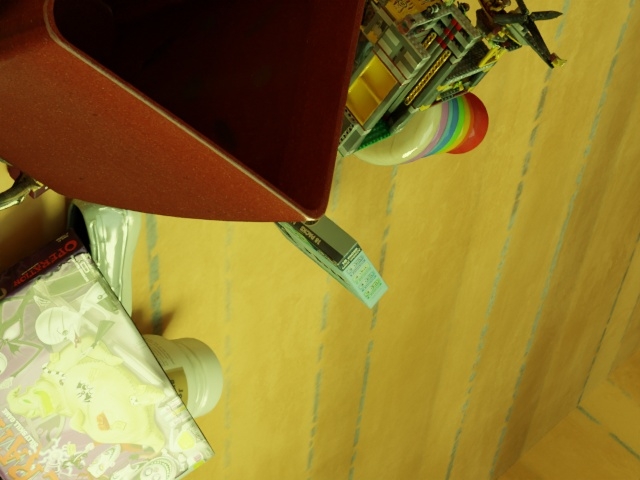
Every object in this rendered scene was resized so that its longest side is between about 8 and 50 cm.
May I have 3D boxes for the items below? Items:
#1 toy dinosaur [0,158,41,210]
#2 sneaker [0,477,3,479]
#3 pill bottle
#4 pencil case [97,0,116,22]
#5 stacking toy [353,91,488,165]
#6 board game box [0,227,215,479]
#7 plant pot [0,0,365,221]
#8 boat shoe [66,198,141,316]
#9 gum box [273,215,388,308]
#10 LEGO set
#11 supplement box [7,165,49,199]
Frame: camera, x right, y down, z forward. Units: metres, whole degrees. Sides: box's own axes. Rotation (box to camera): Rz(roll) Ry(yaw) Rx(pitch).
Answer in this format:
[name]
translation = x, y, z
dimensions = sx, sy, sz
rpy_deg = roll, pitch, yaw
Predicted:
[toy dinosaur]
translation = -0.323, -0.052, 1.221
dimensions = 0.295, 0.200, 0.127
rpy_deg = -41, 155, -18
[sneaker]
translation = -0.374, 0.336, 1.805
dimensions = 0.267, 0.101, 0.106
rpy_deg = -41, 133, -18
[pill bottle]
translation = -0.223, 0.181, 1.829
dimensions = 0.229, 0.131, 0.131
rpy_deg = -7, 133, -57
[pencil case]
translation = -0.164, -0.258, 1.296
dimensions = 0.284, 0.124, 0.124
rpy_deg = -52, 156, 3
[stacking toy]
translation = 0.136, -0.157, 1.973
dimensions = 0.141, 0.141, 0.330
rpy_deg = -55, 161, 13
[board game box]
translation = -0.269, 0.170, 1.630
dimensions = 0.208, 0.056, 0.347
rpy_deg = -31, 130, -5
[plant pot]
translation = -0.147, -0.167, 1.096
dimensions = 0.267, 0.235, 0.267
rpy_deg = 35, 56, -41
[boat shoe]
translation = -0.251, 0.033, 1.645
dimensions = 0.081, 0.079, 0.227
rpy_deg = -19, 138, -35
[gum box]
translation = 0.000, 0.000, 1.919
dimensions = 0.041, 0.157, 0.184
rpy_deg = -48, 156, -4
[LEGO set]
translation = 0.086, -0.249, 1.582
dimensions = 0.331, 0.255, 0.192
rpy_deg = -16, 157, -41
[supplement box]
translation = -0.259, -0.089, 1.474
dimensions = 0.083, 0.043, 0.055
rpy_deg = -38, 155, -24
